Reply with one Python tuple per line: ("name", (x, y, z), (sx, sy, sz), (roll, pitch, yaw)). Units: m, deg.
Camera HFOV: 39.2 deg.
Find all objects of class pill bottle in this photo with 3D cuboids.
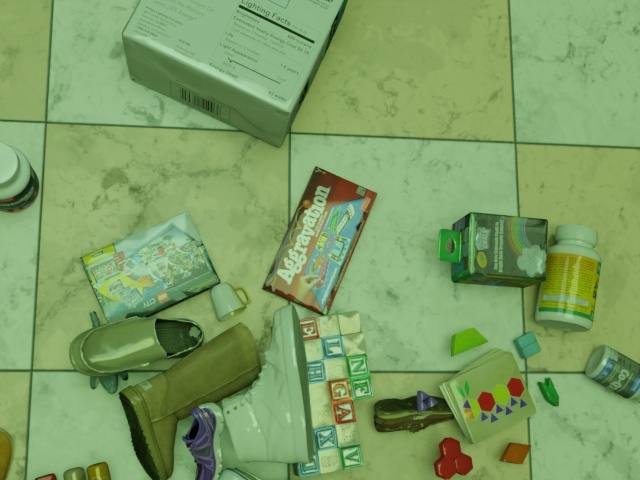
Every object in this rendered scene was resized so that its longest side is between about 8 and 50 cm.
("pill bottle", (-0.601, -0.123, 1.707), (0.108, 0.180, 0.108), (2, 79, -8))
("pill bottle", (0.630, 0.282, 1.871), (0.137, 0.078, 0.078), (29, 76, -2))
("pill bottle", (0.520, 0.077, 1.874), (0.117, 0.117, 0.208), (14, 77, -6))

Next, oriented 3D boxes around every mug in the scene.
("mug", (-0.186, 0.119, 1.795), (0.062, 0.078, 0.064), (-33, 77, 18))

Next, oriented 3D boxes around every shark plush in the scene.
("shark plush", (-0.410, 0.215, 1.729), (0.073, 0.067, 0.161), (-2, 80, -9))

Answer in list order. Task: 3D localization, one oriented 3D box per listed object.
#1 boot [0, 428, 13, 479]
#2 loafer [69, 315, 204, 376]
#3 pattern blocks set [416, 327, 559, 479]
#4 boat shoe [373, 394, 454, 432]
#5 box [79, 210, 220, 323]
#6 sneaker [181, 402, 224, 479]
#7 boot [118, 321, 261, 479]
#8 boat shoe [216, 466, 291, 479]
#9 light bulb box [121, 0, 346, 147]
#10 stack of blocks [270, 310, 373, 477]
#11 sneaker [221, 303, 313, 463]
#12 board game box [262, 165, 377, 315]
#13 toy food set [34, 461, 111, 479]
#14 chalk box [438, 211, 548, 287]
("boot", (-0.648, 0.466, 1.569), (0.104, 0.211, 0.295), (31, 76, -3))
("loafer", (-0.337, 0.187, 1.692), (0.268, 0.092, 0.102), (-10, 76, -34))
("pattern blocks set", (0.337, 0.317, 1.814), (0.324, 0.026, 0.285), (-10, 80, -25))
("boat shoe", (0.189, 0.352, 1.805), (0.178, 0.064, 0.060), (-1, 112, -17))
("box", (-0.336, 0.061, 1.782), (0.233, 0.044, 0.159), (-24, 84, -13))
("sneaker", (-0.224, 0.381, 1.666), (0.071, 0.068, 0.170), (-4, 104, -29))
("boot", (-0.230, 0.314, 1.716), (0.269, 0.089, 0.236), (-27, 127, -30))
("boat shoe", (-0.062, 0.511, 1.720), (0.302, 0.109, 0.094), (35, 59, -9))
("light bulb box", (-0.157, -0.444, 1.816), (0.357, 0.225, 0.361), (25, 76, -3))
("stack of blocks", (0.012, 0.299, 1.767), (0.171, 0.087, 0.297), (-8, 80, -10))
("sneaker", (-0.109, 0.270, 1.670), (0.169, 0.108, 0.293), (-5, 83, 11))
("board game box", (0.000, 0.000, 1.856), (0.145, 0.027, 0.281), (23, 77, -2))
("toy food set", (-0.498, 0.485, 1.635), (0.232, 0.111, 0.105), (-11, 84, -28))
("chalk box", (0.343, 0.020, 1.853), (0.213, 0.132, 0.132), (6, 79, -7))
